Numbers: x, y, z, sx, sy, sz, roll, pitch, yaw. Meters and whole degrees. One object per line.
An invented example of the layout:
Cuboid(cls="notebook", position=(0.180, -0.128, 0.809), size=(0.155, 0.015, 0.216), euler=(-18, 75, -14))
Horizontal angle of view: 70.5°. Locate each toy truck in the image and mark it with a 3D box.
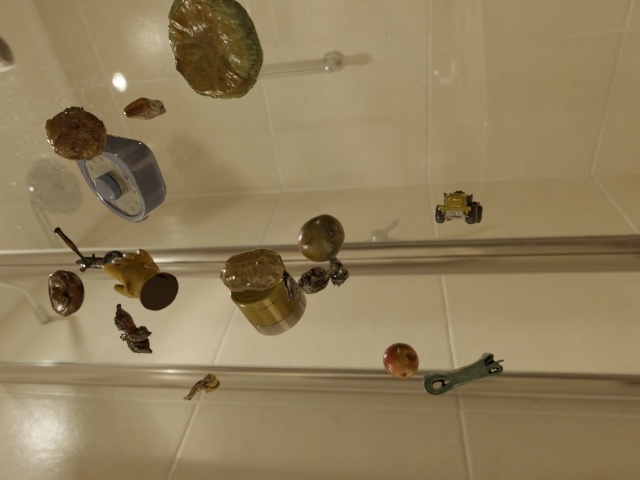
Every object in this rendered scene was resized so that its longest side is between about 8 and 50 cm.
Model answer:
Cuboid(cls="toy truck", position=(0.479, -0.114, 1.542), size=(0.286, 0.136, 0.111), euler=(-10, -76, -64))

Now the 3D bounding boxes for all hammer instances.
Cuboid(cls="hammer", position=(-0.938, 0.024, 1.724), size=(0.201, 0.078, 0.021), euler=(47, 175, 4))

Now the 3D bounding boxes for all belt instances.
Cuboid(cls="belt", position=(0.518, 0.486, 1.648), size=(0.072, 0.302, 0.087), euler=(62, -172, -68))

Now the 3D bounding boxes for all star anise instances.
Cuboid(cls="star anise", position=(-0.692, 0.347, 1.657), size=(0.063, 0.208, 0.172), euler=(-35, -25, -47))

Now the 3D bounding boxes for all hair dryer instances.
Cuboid(cls="hair dryer", position=(-0.894, 0.096, 1.859), size=(0.189, 0.352, 0.107), euler=(23, -111, -69))

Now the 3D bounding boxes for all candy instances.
Cuboid(cls="candy", position=(-0.014, 0.092, 1.123), size=(0.226, 0.094, 0.051), euler=(-20, -25, -49))

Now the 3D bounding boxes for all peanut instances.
Cuboid(cls="peanut", position=(-0.202, 0.091, 1.342), size=(0.129, 0.224, 0.129), euler=(20, -113, -59))

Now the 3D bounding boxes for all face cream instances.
Cuboid(cls="face cream", position=(-0.182, 0.195, 1.592), size=(0.218, 0.218, 0.179), euler=(-81, -30, -46))

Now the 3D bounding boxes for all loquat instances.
Cuboid(cls="loquat", position=(0.000, 0.000, 1.476), size=(0.195, 0.152, 0.152), euler=(125, 156, -54))

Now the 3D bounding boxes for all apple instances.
Cuboid(cls="apple", position=(0.327, 0.481, 1.826), size=(0.146, 0.146, 0.146), euler=(-2, -90, -79))

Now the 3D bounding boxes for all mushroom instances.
Cuboid(cls="mushroom", position=(-0.688, 0.139, 1.209), size=(0.087, 0.127, 0.127), euler=(-7, -84, -58))

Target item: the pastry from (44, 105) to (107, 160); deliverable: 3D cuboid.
Cuboid(cls="pastry", position=(-0.665, -0.289, 1.240), size=(0.153, 0.081, 0.153), euler=(1, -91, -36))

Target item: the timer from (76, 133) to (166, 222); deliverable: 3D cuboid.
Cuboid(cls="timer", position=(-0.813, -0.234, 1.851), size=(0.173, 0.395, 0.395), euler=(-50, -37, -40))

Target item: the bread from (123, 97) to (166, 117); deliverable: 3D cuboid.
Cuboid(cls="bread", position=(-0.827, -0.616, 2.127), size=(0.271, 0.139, 0.077), euler=(-92, -20, -75))

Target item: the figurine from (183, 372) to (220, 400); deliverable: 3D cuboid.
Cuboid(cls="figurine", position=(-0.529, 0.662, 2.024), size=(0.187, 0.083, 0.083), euler=(-28, -62, -53))

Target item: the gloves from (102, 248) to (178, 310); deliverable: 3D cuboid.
Cuboid(cls="gloves", position=(-0.563, 0.103, 1.396), size=(0.133, 0.294, 0.116), euler=(-26, -54, -38))

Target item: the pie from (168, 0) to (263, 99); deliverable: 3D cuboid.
Cuboid(cls="pie", position=(-0.291, -0.531, 1.243), size=(0.071, 0.306, 0.306), euler=(-50, -41, -53))
